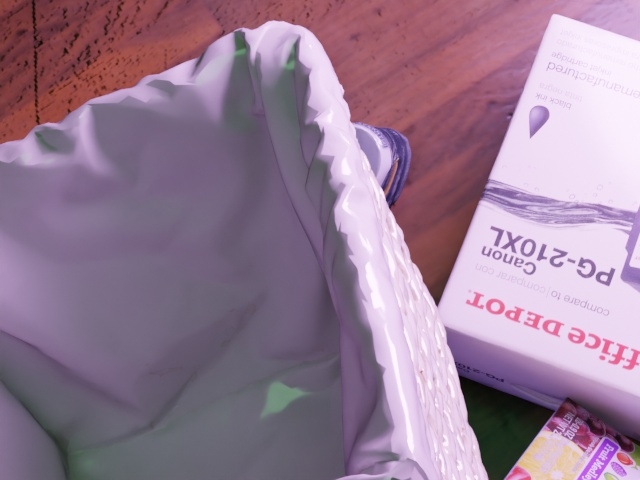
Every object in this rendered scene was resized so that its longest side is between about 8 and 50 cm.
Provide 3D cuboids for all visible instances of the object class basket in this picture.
[{"bbox_3d":[-0.079,0.119,0.960,0.331,0.266,0.328,-23,46,10],"label":"basket"}]

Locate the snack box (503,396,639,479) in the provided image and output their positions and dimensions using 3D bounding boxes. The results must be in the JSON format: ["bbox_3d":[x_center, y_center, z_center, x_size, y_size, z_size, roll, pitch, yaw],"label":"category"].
[{"bbox_3d":[0.191,0.216,1.081,0.207,0.070,0.174,35,39,10],"label":"snack box"}]

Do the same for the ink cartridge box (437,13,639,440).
[{"bbox_3d":[0.193,-0.006,1.184,0.172,0.100,0.237,20,74,10],"label":"ink cartridge box"}]

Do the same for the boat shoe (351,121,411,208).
[{"bbox_3d":[0.000,0.000,1.220,0.065,0.083,0.183,40,106,15],"label":"boat shoe"}]
